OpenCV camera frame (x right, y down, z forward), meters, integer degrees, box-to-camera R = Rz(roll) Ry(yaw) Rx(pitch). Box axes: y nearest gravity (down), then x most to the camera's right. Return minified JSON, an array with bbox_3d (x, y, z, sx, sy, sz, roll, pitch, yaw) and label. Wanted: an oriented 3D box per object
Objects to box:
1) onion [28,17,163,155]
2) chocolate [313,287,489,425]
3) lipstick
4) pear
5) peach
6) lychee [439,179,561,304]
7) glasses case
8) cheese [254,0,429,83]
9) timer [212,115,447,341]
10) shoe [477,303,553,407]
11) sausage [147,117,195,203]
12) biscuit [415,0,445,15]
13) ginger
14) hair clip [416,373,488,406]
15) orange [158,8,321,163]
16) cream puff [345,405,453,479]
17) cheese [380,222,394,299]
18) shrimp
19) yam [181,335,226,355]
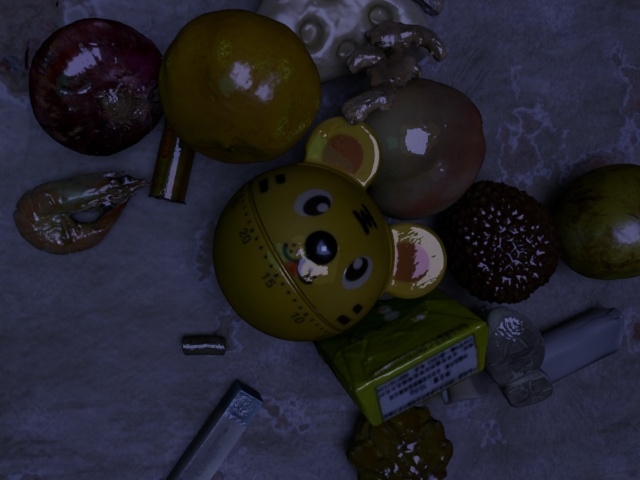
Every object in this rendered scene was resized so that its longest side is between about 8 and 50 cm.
[{"bbox_3d":[-0.394,-0.271,1.025,0.247,0.190,0.246,-21,133,-24],"label":"onion"},{"bbox_3d":[0.158,0.219,1.212,0.301,0.289,0.136,-25,114,-12],"label":"chocolate"},{"bbox_3d":[-0.243,0.453,1.230,0.066,0.068,0.317,36,87,-18],"label":"lipstick"},{"bbox_3d":[0.680,-0.042,1.349,0.284,0.283,0.283,-2,98,-17],"label":"pear"},{"bbox_3d":[0.195,-0.191,1.181,0.293,0.247,0.291,2,101,10],"label":"peach"},{"bbox_3d":[0.381,-0.004,1.259,0.268,0.267,0.267,-2,98,-17],"label":"lychee"},{"bbox_3d":[0.632,0.276,1.465,0.308,0.083,0.128,-21,109,-13],"label":"glasses case"},{"bbox_3d":[0.018,-0.399,1.167,0.351,0.129,0.328,36,91,-17],"label":"cheese"},{"bbox_3d":[0.000,0.000,1.083,0.387,0.376,0.376,-30,106,12],"label":"timer"},{"bbox_3d":[0.401,0.220,1.287,0.132,0.210,0.342,-29,133,6],"label":"shoe"},{"bbox_3d":[-0.262,-0.256,1.126,0.082,0.082,0.371,12,93,-18],"label":"sausage"},{"bbox_3d":[0.187,-0.608,1.237,0.250,0.032,0.133,29,89,-18],"label":"biscuit"},{"bbox_3d":[0.110,-0.317,1.071,0.149,0.065,0.258,37,72,17],"label":"ginger"},{"bbox_3d":[0.284,0.310,1.339,0.282,0.113,0.172,-6,92,-53],"label":"hair clip"},{"bbox_3d":[-0.140,-0.256,1.000,0.279,0.279,0.235,18,69,-18],"label":"orange"},{"bbox_3d":[0.182,0.485,1.316,0.245,0.196,0.243,-1,81,8],"label":"cream puff"},{"bbox_3d":[0.135,0.041,1.230,0.091,0.203,0.175,-2,92,-46],"label":"cheese"},{"bbox_3d":[-0.445,-0.060,1.093,0.267,0.061,0.145,-23,102,-5],"label":"shrimp"},{"bbox_3d":[-0.246,0.222,1.213,0.094,0.043,0.043,2,97,-15],"label":"yam"}]
